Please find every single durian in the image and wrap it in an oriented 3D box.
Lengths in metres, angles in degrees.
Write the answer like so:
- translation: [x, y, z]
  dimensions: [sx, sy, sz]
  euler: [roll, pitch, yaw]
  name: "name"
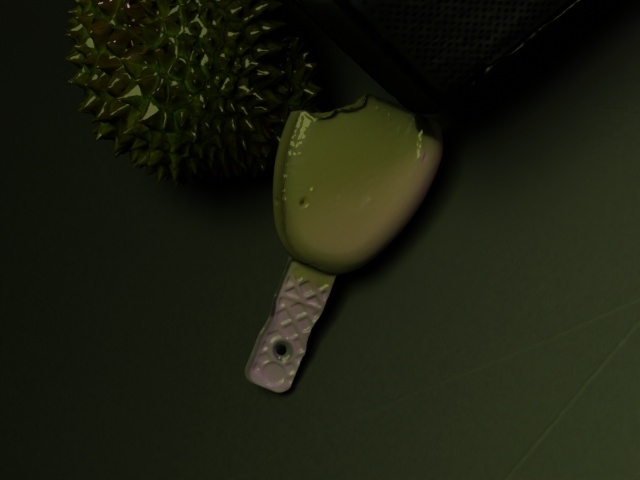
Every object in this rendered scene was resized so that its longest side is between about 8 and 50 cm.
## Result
- translation: [-0.115, -0.164, 1.486]
  dimensions: [0.200, 0.176, 0.237]
  euler: [-27, 70, 27]
  name: "durian"

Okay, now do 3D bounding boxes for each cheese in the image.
- translation: [0.000, 0.000, 1.442]
  dimensions: [0.127, 0.050, 0.255]
  euler: [24, 93, -5]
  name: "cheese"

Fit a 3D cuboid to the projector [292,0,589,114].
- translation: [0.097, -0.365, 1.406]
  dimensions: [0.405, 0.242, 0.395]
  euler: [-41, 55, 8]
  name: "projector"
